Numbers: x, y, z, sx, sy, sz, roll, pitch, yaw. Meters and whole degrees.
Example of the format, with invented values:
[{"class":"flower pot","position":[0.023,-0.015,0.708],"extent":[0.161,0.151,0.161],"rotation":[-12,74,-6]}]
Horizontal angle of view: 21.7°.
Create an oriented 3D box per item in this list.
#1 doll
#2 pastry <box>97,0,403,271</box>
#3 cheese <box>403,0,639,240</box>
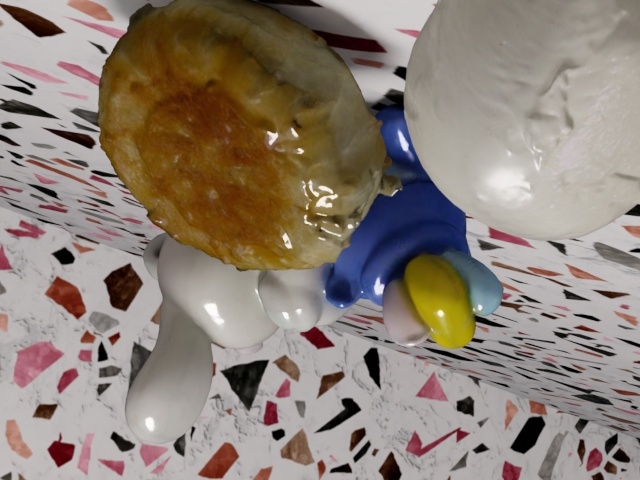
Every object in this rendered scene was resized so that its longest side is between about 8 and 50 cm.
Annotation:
[{"class":"doll","position":[0.004,0.003,1.530],"extent":[0.365,0.376,0.187],"rotation":[-10,154,22]},{"class":"pastry","position":[-0.062,-0.090,1.349],"extent":[0.257,0.121,0.236],"rotation":[45,140,-2]},{"class":"cheese","position":[0.143,-0.093,1.028],"extent":[0.198,0.189,0.154],"rotation":[27,-162,-45]}]
